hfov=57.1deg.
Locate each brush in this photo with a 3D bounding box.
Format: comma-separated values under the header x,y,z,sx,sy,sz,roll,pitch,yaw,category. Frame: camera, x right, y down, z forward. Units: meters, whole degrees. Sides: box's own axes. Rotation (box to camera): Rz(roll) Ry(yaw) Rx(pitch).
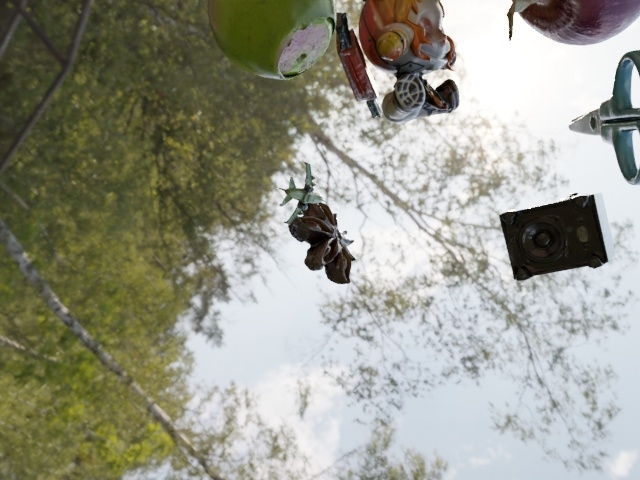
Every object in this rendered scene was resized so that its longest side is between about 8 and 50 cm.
x,y,z,sx,sy,sz,roll,pitch,yaw,category
0.083,-0.372,1.314,0.051,0.323,0.070,-16,-122,14,brush

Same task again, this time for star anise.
x,y,z,sx,sy,sz,roll,pitch,yaw,category
0.001,0.006,1.519,0.099,0.214,0.220,-36,-147,37,star anise

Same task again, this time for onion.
x,y,z,sx,sy,sz,roll,pitch,yaw,category
0.534,-0.603,1.271,0.345,0.358,0.358,-6,-161,-16,onion

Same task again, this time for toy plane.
x,y,z,sx,sy,sz,roll,pitch,yaw,category
-0.025,-0.071,0.939,0.040,0.111,0.102,31,-76,33,toy plane

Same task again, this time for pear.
x,y,z,sx,sy,sz,roll,pitch,yaw,category
-0.080,-0.340,0.841,0.187,0.219,0.187,-36,161,-15,pear

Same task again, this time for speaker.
x,y,z,sx,sy,sz,roll,pitch,yaw,category
0.596,-0.016,1.489,0.232,0.184,0.254,-14,177,31,speaker

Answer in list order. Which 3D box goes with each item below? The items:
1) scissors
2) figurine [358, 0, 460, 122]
x,y,z,sx,sy,sz,roll,pitch,yaw,category
0.483,-0.203,1.007,0.029,0.192,0.447,-6,-171,10,scissors
0.195,-0.438,1.336,0.196,0.323,0.320,-10,-179,36,figurine
